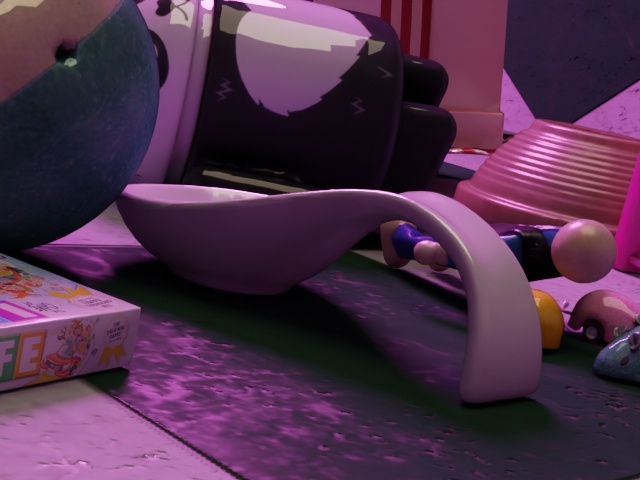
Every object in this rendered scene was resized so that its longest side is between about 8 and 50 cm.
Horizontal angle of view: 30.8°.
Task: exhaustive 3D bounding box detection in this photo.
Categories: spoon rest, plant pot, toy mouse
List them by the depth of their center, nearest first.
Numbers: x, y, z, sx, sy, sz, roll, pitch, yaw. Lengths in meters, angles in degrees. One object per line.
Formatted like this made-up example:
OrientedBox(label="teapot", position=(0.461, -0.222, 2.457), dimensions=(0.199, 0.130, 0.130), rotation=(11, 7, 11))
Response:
OrientedBox(label="spoon rest", position=(0.000, 0.000, 0.625), dimensions=(0.276, 0.084, 0.137), rotation=(22, 14, 41))
OrientedBox(label="toy mouse", position=(0.175, 0.053, 0.675), dimensions=(0.143, 0.031, 0.161), rotation=(14, 10, 11))
OrientedBox(label="plant pot", position=(0.254, -0.054, 1.135), dimensions=(0.237, 0.110, 0.237), rotation=(10, 10, -2))

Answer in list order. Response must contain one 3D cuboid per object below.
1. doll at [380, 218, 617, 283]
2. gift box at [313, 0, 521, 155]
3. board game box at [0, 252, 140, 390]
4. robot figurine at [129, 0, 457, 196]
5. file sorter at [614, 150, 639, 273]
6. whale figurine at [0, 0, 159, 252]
OrientedBox(label="doll", position=(0.111, 0.007, 0.735), dimensions=(0.129, 0.046, 0.189), rotation=(5, 0, -31))
OrientedBox(label="gift box", position=(0.121, -0.204, 1.369), dimensions=(0.276, 0.258, 0.255), rotation=(5, 9, 9))
OrientedBox(label="board game box", position=(-0.159, 0.030, 0.441), dimensions=(0.103, 0.026, 0.154), rotation=(18, 12, 30))
OrientedBox(label="robot figurine", position=(-0.039, -0.106, 0.900), dimensions=(0.278, 0.173, 0.209), rotation=(10, 8, -13))
OrientedBox(label="file sorter", position=(0.402, -0.079, 0.939), dimensions=(0.202, 0.290, 0.182), rotation=(8, 14, -21))
OrientedBox(label="whale figurine", position=(-0.198, -0.065, 0.653), dimensions=(0.272, 0.141, 0.216), rotation=(-7, 34, 48))
